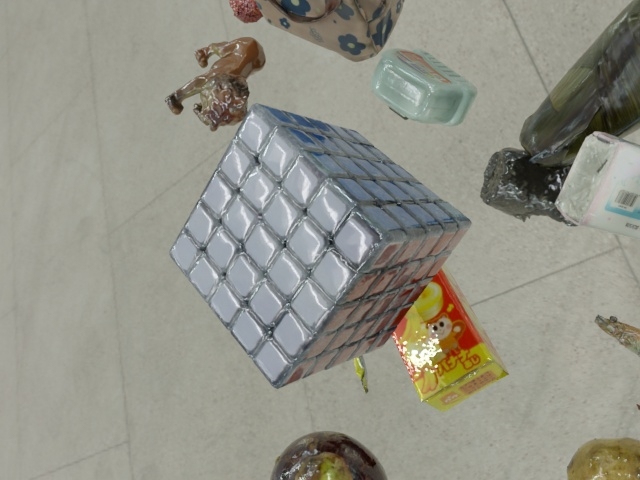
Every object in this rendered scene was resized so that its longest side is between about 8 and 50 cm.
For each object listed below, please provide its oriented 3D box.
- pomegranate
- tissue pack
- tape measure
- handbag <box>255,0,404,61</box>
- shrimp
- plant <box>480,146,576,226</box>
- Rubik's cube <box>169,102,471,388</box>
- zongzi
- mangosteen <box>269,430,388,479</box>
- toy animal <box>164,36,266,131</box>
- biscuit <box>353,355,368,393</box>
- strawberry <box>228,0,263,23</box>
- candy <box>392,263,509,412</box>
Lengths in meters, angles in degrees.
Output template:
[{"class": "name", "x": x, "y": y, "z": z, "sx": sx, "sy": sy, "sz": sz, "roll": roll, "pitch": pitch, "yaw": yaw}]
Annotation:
[{"class": "pomegranate", "x": 0.711, "y": 0.586, "z": 1.287, "sx": 0.281, "sy": 0.281, "sz": 0.281, "roll": -9, "pitch": 76, "yaw": 38}, {"class": "tissue pack", "x": 0.692, "y": -0.112, "z": 1.256, "sx": 0.124, "sy": 0.271, "sz": 0.201, "roll": -127, "pitch": 52, "yaw": -64}, {"class": "tape measure", "x": 0.241, "y": -0.377, "z": 1.386, "sx": 0.243, "sy": 0.246, "sz": 0.125, "roll": 48, "pitch": 132, "yaw": 35}, {"class": "handbag", "x": 0.009, "y": -0.445, "z": 0.939, "sx": 0.251, "sy": 0.193, "sz": 0.190, "roll": 29, "pitch": 90, "yaw": 14}, {"class": "shrimp", "x": 0.338, "y": 0.128, "z": 0.589, "sx": 0.127, "sy": 0.025, "sz": 0.091, "roll": 35, "pitch": 65, "yaw": 7}, {"class": "plant", "x": 0.596, "y": -0.148, "z": 1.541, "sx": 0.276, "sy": 0.188, "sz": 0.199, "roll": 12, "pitch": 81, "yaw": 2}, {"class": "Rubik's cube", "x": 0.000, "y": 0.000, "z": 0.703, "sx": 0.237, "sy": 0.237, "sz": 0.238, "roll": 46, "pitch": 116, "yaw": 26}, {"class": "zongzi", "x": 0.599, "y": -0.350, "z": 1.229, "sx": 0.403, "sy": 0.432, "sz": 0.208, "roll": -33, "pitch": 60, "yaw": 21}, {"class": "mangosteen", "x": 0.005, "y": 0.391, "z": 0.838, "sx": 0.192, "sy": 0.217, "sz": 0.192, "roll": -1, "pitch": 87, "yaw": 18}, {"class": "toy animal", "x": -0.163, "y": -0.288, "z": 1.006, "sx": 0.157, "sy": 0.097, "sz": 0.312, "roll": -6, "pitch": 44, "yaw": 26}, {"class": "biscuit", "x": 0.068, "y": 0.188, "z": 1.221, "sx": 0.026, "sy": 0.048, "sz": 0.292, "roll": -21, "pitch": 52, "yaw": 11}, {"class": "strawberry", "x": -0.142, "y": -0.483, "z": 1.144, "sx": 0.096, "sy": 0.083, "sz": 0.083, "roll": 37, "pitch": 105, "yaw": 52}, {"class": "candy", "x": 0.207, "y": 0.154, "z": 1.027, "sx": 0.146, "sy": 0.088, "sz": 0.276, "roll": -38, "pitch": 46, "yaw": 15}]
